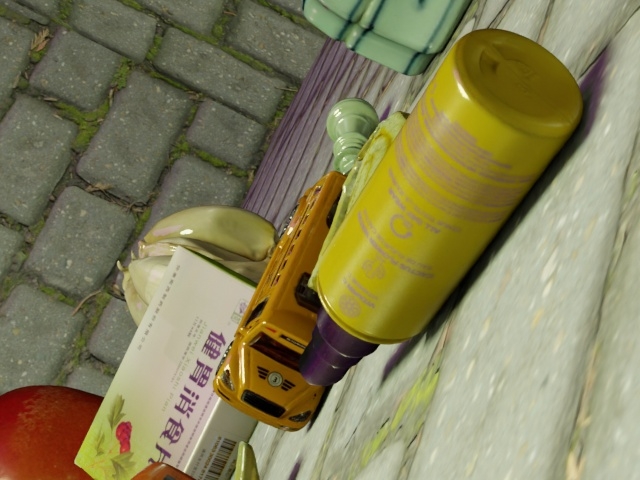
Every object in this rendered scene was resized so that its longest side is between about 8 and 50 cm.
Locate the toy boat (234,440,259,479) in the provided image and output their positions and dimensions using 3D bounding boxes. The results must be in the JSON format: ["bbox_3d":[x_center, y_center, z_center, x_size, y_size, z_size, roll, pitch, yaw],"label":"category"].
[{"bbox_3d":[-0.081,0.232,1.042,0.172,0.066,0.065,-64,3,-5],"label":"toy boat"}]

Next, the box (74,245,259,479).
[{"bbox_3d":[-0.136,0.153,1.448,0.175,0.062,0.260,26,89,49],"label":"box"}]

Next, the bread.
[{"bbox_3d":[0.048,-0.021,1.009,0.117,0.064,0.156,-47,16,56],"label":"bread"}]

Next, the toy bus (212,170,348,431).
[{"bbox_3d":[-0.008,0.046,1.104,0.194,0.083,0.088,-66,7,-24],"label":"toy bus"}]

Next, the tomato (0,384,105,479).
[{"bbox_3d":[-0.328,0.331,1.748,0.325,0.293,0.289,108,172,-59],"label":"tomato"}]

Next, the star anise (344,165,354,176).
[{"bbox_3d":[-0.002,0.001,1.364,0.124,0.056,0.129,-68,7,-26],"label":"star anise"}]

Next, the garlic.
[{"bbox_3d":[-0.145,0.063,1.688,0.281,0.203,0.184,-85,5,-65],"label":"garlic"}]

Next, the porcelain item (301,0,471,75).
[{"bbox_3d":[0.103,-0.338,1.433,0.286,0.157,0.281,-59,6,33],"label":"porcelain item"}]

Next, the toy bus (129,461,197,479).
[{"bbox_3d":[-0.162,0.311,1.200,0.265,0.121,0.120,-61,-2,30],"label":"toy bus"}]

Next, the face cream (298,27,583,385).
[{"bbox_3d":[0.051,0.000,0.818,0.273,0.078,0.078,-59,8,44],"label":"face cream"}]

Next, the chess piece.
[{"bbox_3d":[0.032,-0.099,1.515,0.059,0.059,0.149,-61,11,28],"label":"chess piece"}]
